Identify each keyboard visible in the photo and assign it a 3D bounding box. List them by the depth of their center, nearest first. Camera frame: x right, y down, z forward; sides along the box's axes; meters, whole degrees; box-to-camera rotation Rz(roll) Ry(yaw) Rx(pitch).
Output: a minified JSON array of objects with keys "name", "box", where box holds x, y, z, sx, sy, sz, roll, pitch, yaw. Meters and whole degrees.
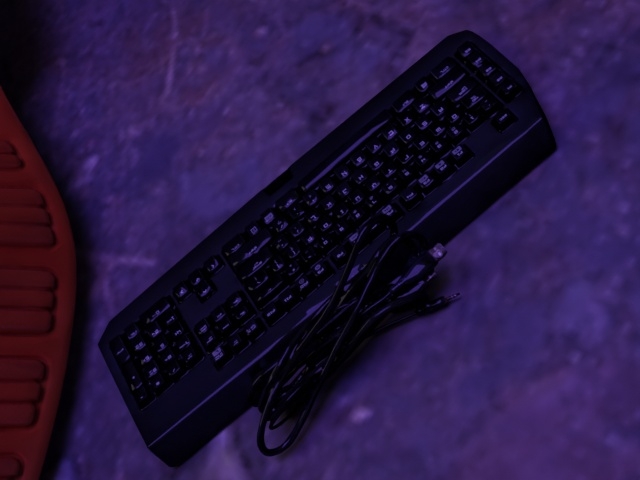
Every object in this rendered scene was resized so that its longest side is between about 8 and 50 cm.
[{"name":"keyboard","box":[0.000,0.000,0.455,0.192,0.038,0.100,-41,50,3]}]

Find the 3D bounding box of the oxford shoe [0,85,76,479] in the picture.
[{"name":"oxford shoe","box":[-0.194,-0.008,0.545,0.133,0.130,0.363,-44,48,44]}]
